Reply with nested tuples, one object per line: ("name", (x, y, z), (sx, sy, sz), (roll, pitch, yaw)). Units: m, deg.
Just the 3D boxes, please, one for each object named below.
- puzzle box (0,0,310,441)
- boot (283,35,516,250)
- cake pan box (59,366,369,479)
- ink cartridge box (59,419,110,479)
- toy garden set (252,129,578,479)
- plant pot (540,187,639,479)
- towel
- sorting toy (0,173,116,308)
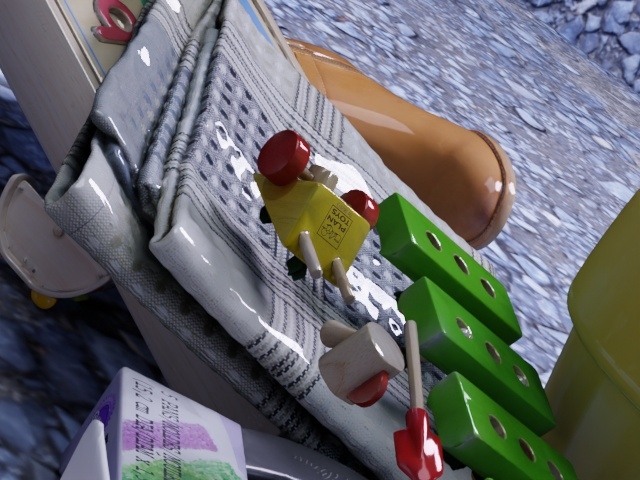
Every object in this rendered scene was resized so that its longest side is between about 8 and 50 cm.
("puzzle box", (-0.071, -0.062, 1.032), (0.409, 0.052, 0.272), (60, 26, 13))
("boot", (0.019, -0.099, 1.385), (0.220, 0.109, 0.283), (21, 21, -38))
("cake pan box", (0.002, 0.187, 0.721), (0.245, 0.070, 0.267), (31, 19, -18))
("ink cartridge box", (-0.124, 0.137, 0.420), (0.067, 0.198, 0.115), (26, 20, -24))
("toy garden set", (0.048, 0.070, 0.824), (0.204, 0.049, 0.244), (39, 24, -37))
("plant pot", (0.220, 0.132, 0.950), (0.254, 0.239, 0.254), (30, 18, -11))
("towel", (0.000, 0.000, 0.949), (0.324, 0.056, 0.312), (44, 27, -19))
("sorting toy", (-0.147, 0.007, 0.959), (0.083, 0.045, 0.075), (47, 11, 13))
